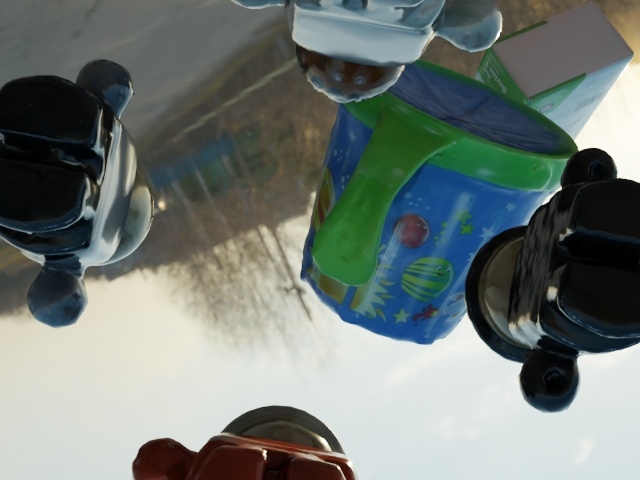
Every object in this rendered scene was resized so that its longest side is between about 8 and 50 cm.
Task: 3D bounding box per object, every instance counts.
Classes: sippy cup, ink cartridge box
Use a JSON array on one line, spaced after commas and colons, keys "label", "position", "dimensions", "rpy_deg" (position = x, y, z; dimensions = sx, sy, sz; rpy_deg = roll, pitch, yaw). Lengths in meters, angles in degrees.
[{"label": "sippy cup", "position": [0.092, -0.033, 1.016], "dimensions": [0.305, 0.224, 0.240], "rpy_deg": [7, -154, -34]}, {"label": "ink cartridge box", "position": [0.258, -0.168, 1.308], "dimensions": [0.160, 0.093, 0.219], "rpy_deg": [-24, 161, -21]}]

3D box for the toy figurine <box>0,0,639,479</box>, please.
[{"label": "toy figurine", "position": [0.000, 0.000, 0.403], "dimensions": [0.213, 0.209, 0.148], "rpy_deg": [-37, 174, -5]}]
